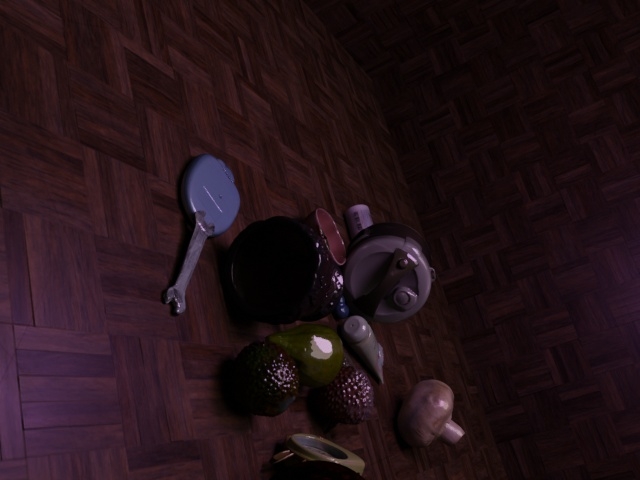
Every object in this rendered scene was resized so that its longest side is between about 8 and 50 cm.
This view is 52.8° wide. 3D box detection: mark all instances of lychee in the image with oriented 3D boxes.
[{"bbox_3d":[0.062,0.436,1.745,0.165,0.165,0.197,35,71,-55],"label":"lychee"},{"bbox_3d":[-0.128,0.301,1.428,0.171,0.171,0.171,51,25,-36],"label":"lychee"}]

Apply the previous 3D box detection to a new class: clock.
[{"bbox_3d":[-0.015,0.509,1.489,0.232,0.170,0.069,25,84,-54],"label":"clock"}]

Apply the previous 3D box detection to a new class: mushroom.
[{"bbox_3d":[0.399,0.622,2.257,0.234,0.254,0.260,32,62,8],"label":"mushroom"}]

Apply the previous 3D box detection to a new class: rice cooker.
[{"bbox_3d":[0.231,0.112,2.284,0.335,0.335,0.325,63,17,-11],"label":"rice cooker"}]

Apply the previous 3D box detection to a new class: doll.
[{"bbox_3d":[0.061,0.221,2.132,0.076,0.051,0.083,-9,79,-65],"label":"doll"}]

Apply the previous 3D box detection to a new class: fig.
[{"bbox_3d":[-0.027,0.292,1.656,0.233,0.167,0.167,37,35,-66],"label":"fig"}]

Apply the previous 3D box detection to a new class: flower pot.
[{"bbox_3d":[-0.072,0.093,1.642,0.267,0.267,0.266,34,38,-64],"label":"flower pot"}]

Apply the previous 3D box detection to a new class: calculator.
[{"bbox_3d":[-0.278,-0.124,1.661,0.188,0.042,0.302,56,26,-25],"label":"calculator"}]

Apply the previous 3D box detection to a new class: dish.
[{"bbox_3d":[0.000,0.000,2.157,0.213,0.091,0.213,55,21,-34],"label":"dish"}]

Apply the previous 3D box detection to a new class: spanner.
[{"bbox_3d":[-0.291,0.041,1.441,0.071,0.018,0.301,52,31,-32],"label":"spanner"}]

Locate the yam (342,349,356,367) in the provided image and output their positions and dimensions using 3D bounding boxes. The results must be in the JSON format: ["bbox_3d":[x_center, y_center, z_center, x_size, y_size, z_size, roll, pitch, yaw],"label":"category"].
[{"bbox_3d":[0.041,0.358,1.862,0.183,0.107,0.107,59,22,-20],"label":"yam"}]

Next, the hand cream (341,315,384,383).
[{"bbox_3d":[0.156,0.363,2.187,0.305,0.093,0.147,59,19,-47],"label":"hand cream"}]

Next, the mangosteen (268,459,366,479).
[{"bbox_3d":[0.014,0.571,1.199,0.306,0.360,0.305,11,72,-37],"label":"mangosteen"}]

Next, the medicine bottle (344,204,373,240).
[{"bbox_3d":[0.167,-0.044,2.600,0.103,0.103,0.186,30,40,-58],"label":"medicine bottle"}]
